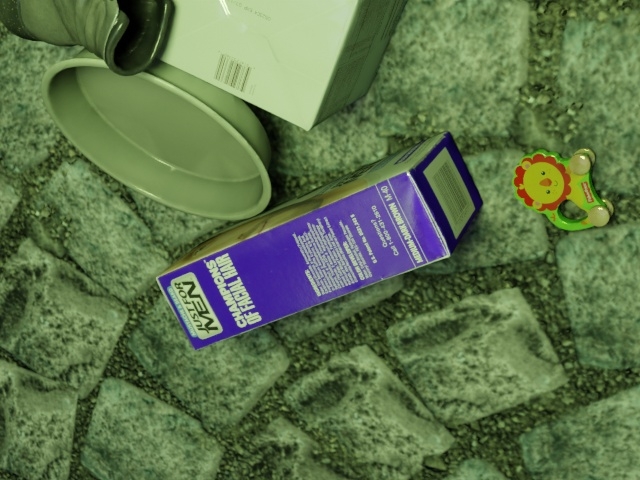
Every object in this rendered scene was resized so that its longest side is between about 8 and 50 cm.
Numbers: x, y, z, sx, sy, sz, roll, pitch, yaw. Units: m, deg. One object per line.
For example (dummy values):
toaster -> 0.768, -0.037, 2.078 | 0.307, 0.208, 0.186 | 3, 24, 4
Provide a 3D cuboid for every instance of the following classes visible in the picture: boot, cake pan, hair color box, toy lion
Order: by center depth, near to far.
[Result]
boot -> -0.215, -0.345, 0.934 | 0.223, 0.118, 0.338 | 20, 113, 40
toy lion -> 0.266, -0.056, 1.054 | 0.096, 0.034, 0.100 | -17, 103, 33
hair color box -> 0.000, 0.000, 1.089 | 0.339, 0.185, 0.110 | -24, 99, 26
cake pan -> -0.182, -0.128, 1.103 | 0.293, 0.054, 0.293 | 21, 155, 10

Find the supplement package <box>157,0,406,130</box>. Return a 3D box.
supplement package -> -0.036, -0.240, 1.003 | 0.194, 0.203, 0.149 | 28, 117, 10
